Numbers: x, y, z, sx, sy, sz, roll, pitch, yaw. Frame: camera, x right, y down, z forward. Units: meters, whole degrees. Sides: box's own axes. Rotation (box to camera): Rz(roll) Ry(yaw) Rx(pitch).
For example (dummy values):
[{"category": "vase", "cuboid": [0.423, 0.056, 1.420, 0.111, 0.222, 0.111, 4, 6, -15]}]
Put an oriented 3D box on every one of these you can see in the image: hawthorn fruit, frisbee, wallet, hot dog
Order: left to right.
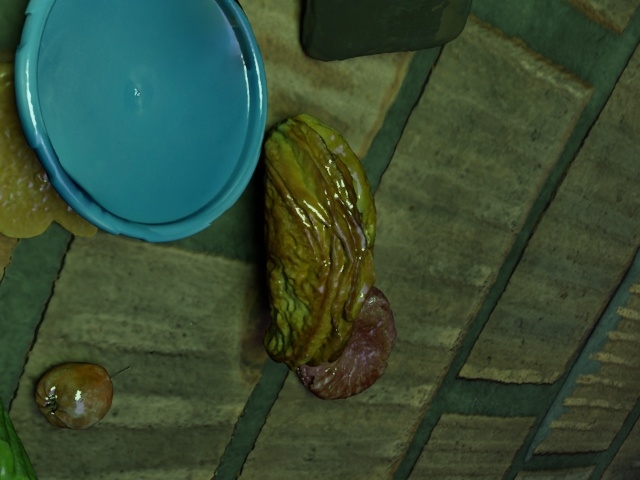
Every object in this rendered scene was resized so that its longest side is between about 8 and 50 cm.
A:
[{"category": "hawthorn fruit", "cuboid": [-0.224, 0.144, 0.765, 0.103, 0.067, 0.066, -17, 131, -63]}, {"category": "frisbee", "cuboid": [-0.138, -0.119, 0.636, 0.242, 0.045, 0.242, -4, 95, -48]}, {"category": "hot dog", "cuboid": [0.003, 0.002, 0.781, 0.114, 0.175, 0.259, 7, 123, 6]}, {"category": "wallet", "cuboid": [0.070, -0.280, 0.645, 0.165, 0.042, 0.309, -9, 143, -12]}]

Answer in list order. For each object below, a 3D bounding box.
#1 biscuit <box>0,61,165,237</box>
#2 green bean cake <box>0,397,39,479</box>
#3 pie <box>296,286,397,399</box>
[{"category": "biscuit", "cuboid": [-0.232, -0.070, 0.627, 0.250, 0.035, 0.162, -16, 119, -39]}, {"category": "green bean cake", "cuboid": [-0.358, 0.226, 0.652, 0.248, 0.125, 0.222, -29, 131, -22]}, {"category": "pie", "cuboid": [0.036, 0.129, 0.968, 0.154, 0.038, 0.153, -18, 124, -29]}]
